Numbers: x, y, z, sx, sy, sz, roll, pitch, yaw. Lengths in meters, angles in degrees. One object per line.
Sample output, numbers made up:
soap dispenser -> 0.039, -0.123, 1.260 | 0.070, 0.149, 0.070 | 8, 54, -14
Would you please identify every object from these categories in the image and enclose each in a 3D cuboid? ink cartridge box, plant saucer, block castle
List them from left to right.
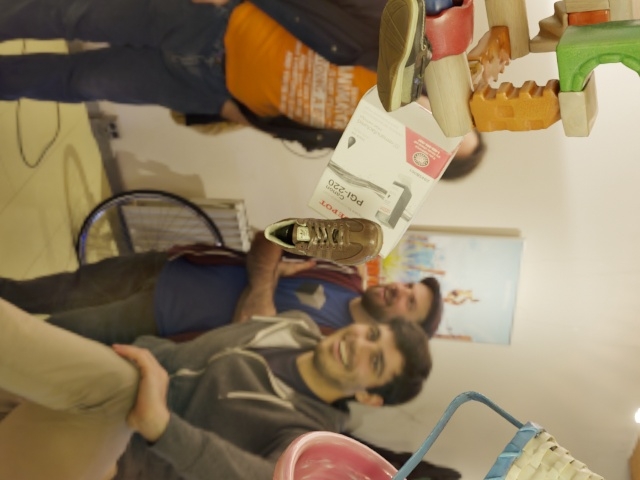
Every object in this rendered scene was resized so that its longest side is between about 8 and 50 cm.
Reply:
plant saucer -> 0.055, 0.416, 0.976 | 0.084, 0.332, 0.332 | -48, -177, 18
ink cartridge box -> 0.096, -0.105, 1.118 | 0.092, 0.158, 0.218 | -48, 170, -51
block castle -> 0.344, -0.272, 0.788 | 0.303, 0.452, 0.213 | -51, 133, -40

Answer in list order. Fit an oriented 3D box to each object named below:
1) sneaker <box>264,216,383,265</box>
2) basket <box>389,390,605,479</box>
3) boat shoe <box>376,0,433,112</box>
sneaker -> 0.000, 0.000, 1.004 | 0.071, 0.188, 0.066 | 3, 88, -44
basket -> 0.234, 0.361, 0.970 | 0.255, 0.288, 0.201 | -46, 140, -18
boat shoe -> 0.091, -0.198, 0.754 | 0.152, 0.049, 0.056 | 99, -30, -60
